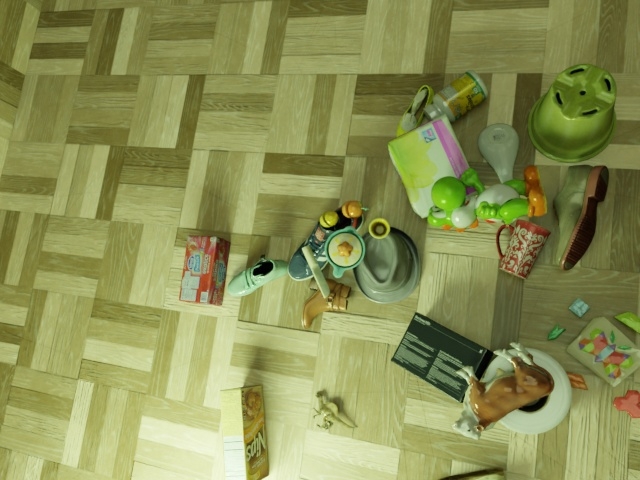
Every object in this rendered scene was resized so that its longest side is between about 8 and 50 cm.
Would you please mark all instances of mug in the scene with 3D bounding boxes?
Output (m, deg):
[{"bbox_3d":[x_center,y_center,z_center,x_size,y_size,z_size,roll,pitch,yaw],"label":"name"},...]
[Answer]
[{"bbox_3d":[0.648,0.028,1.747,0.113,0.150,0.169,22,91,-25],"label":"mug"}]

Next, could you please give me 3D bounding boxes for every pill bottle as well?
[{"bbox_3d":[0.470,-0.489,1.882,0.208,0.117,0.117,-35,71,8],"label":"pill bottle"}]

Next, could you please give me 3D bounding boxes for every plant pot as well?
[{"bbox_3d":[0.806,-0.416,1.690,0.276,0.254,0.276,-3,79,17],"label":"plant pot"}]

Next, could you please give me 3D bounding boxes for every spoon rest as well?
[{"bbox_3d":[0.618,-0.281,1.827,0.137,0.084,0.276,-10,63,14],"label":"spoon rest"}]

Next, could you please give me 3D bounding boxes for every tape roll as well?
[{"bbox_3d":[0.620,0.448,1.626,0.246,0.169,0.246,-3,79,16],"label":"tape roll"}]

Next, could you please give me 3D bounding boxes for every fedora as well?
[{"bbox_3d":[0.216,0.075,1.847,0.243,0.124,0.275,-4,78,17],"label":"fedora"}]

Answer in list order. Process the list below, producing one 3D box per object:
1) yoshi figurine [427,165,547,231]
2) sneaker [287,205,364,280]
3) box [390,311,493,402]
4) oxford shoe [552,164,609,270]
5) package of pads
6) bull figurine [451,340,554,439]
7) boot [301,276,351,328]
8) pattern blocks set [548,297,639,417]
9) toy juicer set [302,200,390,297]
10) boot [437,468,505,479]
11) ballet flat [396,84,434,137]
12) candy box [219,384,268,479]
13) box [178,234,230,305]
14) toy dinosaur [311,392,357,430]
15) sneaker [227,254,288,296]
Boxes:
[{"bbox_3d":[0.503,-0.142,1.684,0.362,0.203,0.203,-13,84,21],"label":"yoshi figurine"},{"bbox_3d":[0.000,0.000,1.917,0.350,0.148,0.131,-47,70,4],"label":"sneaker"},{"bbox_3d":[0.387,0.372,1.718,0.261,0.103,0.184,27,91,35],"label":"box"},{"bbox_3d":[0.806,-0.076,1.718,0.130,0.123,0.348,18,86,46],"label":"oxford shoe"},{"bbox_3d":[0.380,-0.247,1.834,0.229,0.101,0.296,-25,90,12],"label":"package of pads"},{"bbox_3d":[0.495,0.426,1.525,0.310,0.101,0.188,-31,70,11],"label":"bull figurine"},{"bbox_3d":[0.019,0.234,1.908,0.152,0.073,0.197,13,86,15],"label":"boot"},{"bbox_3d":[0.862,0.338,1.617,0.325,0.026,0.285,32,89,31],"label":"pattern blocks set"},{"bbox_3d":[0.055,0.005,1.784,0.209,0.089,0.329,45,92,8],"label":"toy juicer set"},{"bbox_3d":[0.458,0.828,1.645,0.262,0.095,0.203,-16,76,10],"label":"boot"},{"bbox_3d":[0.337,-0.460,1.939,0.077,0.077,0.231,29,89,20],"label":"ballet flat"},{"bbox_3d":[-0.261,0.668,1.850,0.087,0.183,0.316,-10,76,16],"label":"candy box"},{"bbox_3d":[-0.439,0.115,2.045,0.128,0.122,0.257,2,80,17],"label":"box"},{"bbox_3d":[0.031,0.606,1.840,0.183,0.053,0.092,40,92,20],"label":"toy dinosaur"},{"bbox_3d":[-0.256,0.128,1.971,0.256,0.151,0.094,-26,75,12],"label":"sneaker"}]
